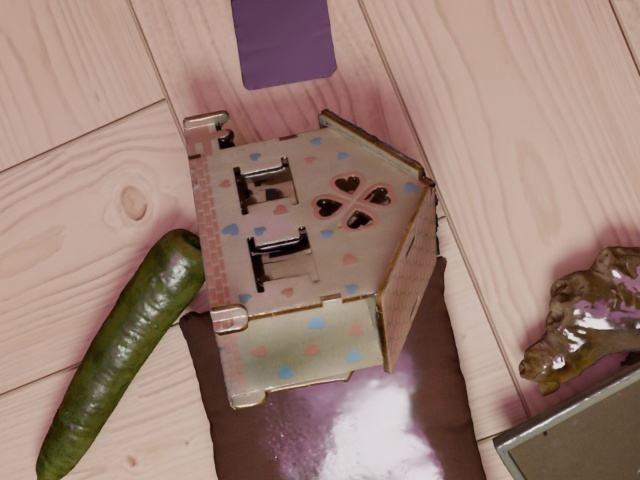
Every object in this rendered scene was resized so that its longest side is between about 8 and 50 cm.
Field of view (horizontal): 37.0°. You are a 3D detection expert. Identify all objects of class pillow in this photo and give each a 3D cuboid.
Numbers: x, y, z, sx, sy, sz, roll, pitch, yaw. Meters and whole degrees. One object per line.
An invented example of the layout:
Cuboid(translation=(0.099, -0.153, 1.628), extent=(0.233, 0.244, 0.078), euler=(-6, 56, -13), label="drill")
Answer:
Cuboid(translation=(0.021, 0.196, 1.048), extent=(0.308, 0.108, 0.305), euler=(-14, 87, 9), label="pillow")

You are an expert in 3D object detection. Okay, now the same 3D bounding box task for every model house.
Cuboid(translation=(0.000, 0.000, 0.978), extent=(0.244, 0.169, 0.326), euler=(-14, 46, -1), label="model house")

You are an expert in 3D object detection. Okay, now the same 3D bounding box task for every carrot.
Cuboid(translation=(-0.239, 0.142, 1.112), extent=(0.074, 0.074, 0.358), euler=(35, 100, 6), label="carrot")

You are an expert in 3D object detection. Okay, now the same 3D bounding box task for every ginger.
Cuboid(translation=(0.368, 0.077, 1.008), extent=(0.333, 0.080, 0.166), euler=(-13, 107, 5), label="ginger")

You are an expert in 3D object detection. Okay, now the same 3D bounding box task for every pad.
Cuboid(translation=(-0.046, -0.257, 1.092), extent=(0.112, 0.003, 0.157), euler=(-8, 91, 10), label="pad")

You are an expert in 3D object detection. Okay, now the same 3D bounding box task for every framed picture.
Cuboid(translation=(0.376, 0.225, 1.004), extent=(0.324, 0.020, 0.240), euler=(-32, 106, 9), label="framed picture")
